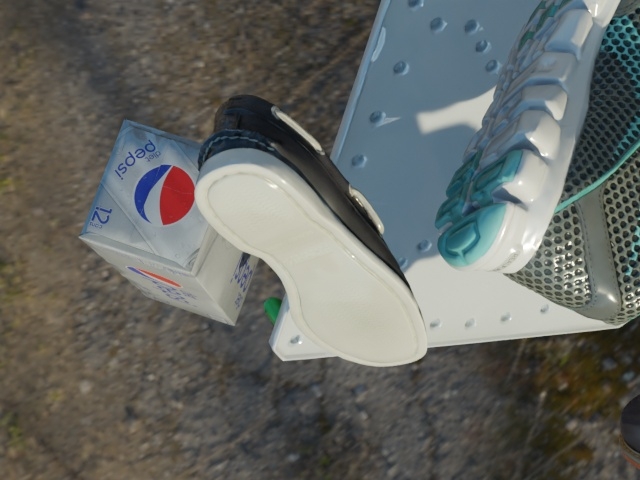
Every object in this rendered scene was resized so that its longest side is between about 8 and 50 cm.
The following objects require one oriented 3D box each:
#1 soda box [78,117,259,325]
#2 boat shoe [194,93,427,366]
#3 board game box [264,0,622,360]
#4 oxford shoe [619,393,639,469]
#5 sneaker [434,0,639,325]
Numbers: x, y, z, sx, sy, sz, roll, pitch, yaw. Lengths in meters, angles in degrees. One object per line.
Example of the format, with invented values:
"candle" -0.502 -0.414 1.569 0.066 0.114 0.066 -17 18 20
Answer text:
"soda box" -0.109 -0.006 1.138 0.091 0.286 0.098 18 80 6
"boat shoe" 0.000 0.000 0.480 0.046 0.038 0.125 -20 135 28
"board game box" 0.169 -0.079 1.149 0.050 0.390 0.390 55 137 43
"oxford shoe" 0.281 0.081 0.830 0.271 0.097 0.098 -18 113 46
"sneaker" 0.097 -0.040 0.459 0.076 0.166 0.065 33 149 -9
